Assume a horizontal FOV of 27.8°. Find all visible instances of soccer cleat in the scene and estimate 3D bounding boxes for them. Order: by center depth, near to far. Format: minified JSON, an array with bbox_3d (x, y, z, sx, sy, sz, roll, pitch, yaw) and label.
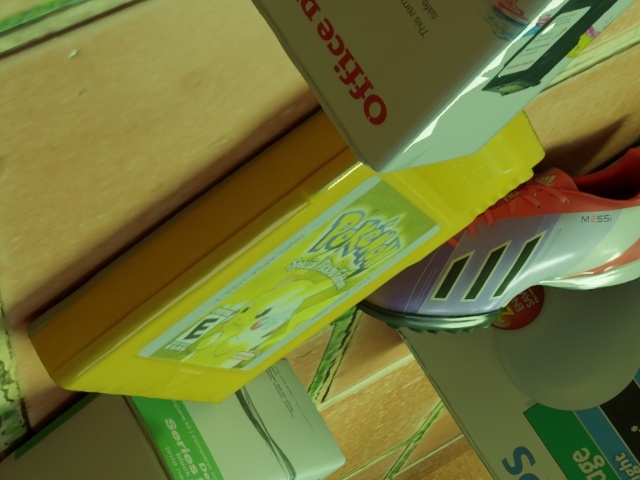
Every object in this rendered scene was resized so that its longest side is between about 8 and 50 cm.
[{"bbox_3d":[0.163,-0.005,1.110,0.318,0.108,0.116,-11,122,-29],"label":"soccer cleat"}]

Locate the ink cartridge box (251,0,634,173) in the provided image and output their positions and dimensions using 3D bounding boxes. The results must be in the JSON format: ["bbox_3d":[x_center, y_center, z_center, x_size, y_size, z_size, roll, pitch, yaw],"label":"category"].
[{"bbox_3d":[0.058,-0.128,0.481,0.072,0.127,0.175,-15,156,-47],"label":"ink cartridge box"}]

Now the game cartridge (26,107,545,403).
[{"bbox_3d":[0.000,0.000,0.873,0.323,0.053,0.285,-35,164,9],"label":"game cartridge"}]

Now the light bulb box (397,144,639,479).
[{"bbox_3d":[0.319,0.134,1.298,0.361,0.358,0.225,-35,161,2],"label":"light bulb box"}]

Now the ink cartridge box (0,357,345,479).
[{"bbox_3d":[-0.136,0.206,1.080,0.211,0.122,0.289,-38,163,20],"label":"ink cartridge box"}]
